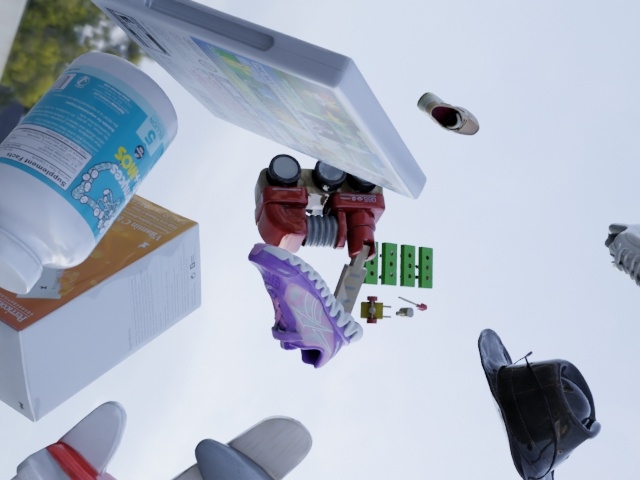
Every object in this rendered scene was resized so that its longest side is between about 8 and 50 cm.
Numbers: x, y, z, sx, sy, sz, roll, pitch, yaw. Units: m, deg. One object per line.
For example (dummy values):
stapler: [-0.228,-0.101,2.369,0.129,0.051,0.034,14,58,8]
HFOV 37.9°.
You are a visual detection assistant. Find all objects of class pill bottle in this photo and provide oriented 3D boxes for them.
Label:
pill bottle: [-0.281,-0.071,1.024,0.264,0.146,0.146,-59,-165,-28]

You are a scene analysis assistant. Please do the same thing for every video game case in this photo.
video game case: [-0.054,-0.158,0.996,0.036,0.300,0.329,-63,157,-6]

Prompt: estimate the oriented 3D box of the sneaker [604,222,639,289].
sneaker: [0.538,0.046,1.530,0.292,0.118,0.110,-71,174,-69]

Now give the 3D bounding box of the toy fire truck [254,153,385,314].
toy fire truck: [0.000,0.000,1.589,0.158,0.217,0.246,119,-31,-59]

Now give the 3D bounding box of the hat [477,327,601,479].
hat: [0.370,0.273,1.494,0.134,0.331,0.331,-23,-137,16]

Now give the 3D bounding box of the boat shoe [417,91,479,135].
boat shoe: [0.222,-0.205,1.580,0.050,0.135,0.045,-57,-144,22]

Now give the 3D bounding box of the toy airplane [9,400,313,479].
toy airplane: [-0.205,0.379,1.056,0.272,0.384,0.386,-126,-138,-72]

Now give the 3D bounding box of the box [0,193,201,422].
box: [-0.371,0.074,1.393,0.215,0.345,0.168,24,-51,27]

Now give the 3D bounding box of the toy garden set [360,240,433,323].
toy garden set: [0.184,0.110,2.348,0.049,0.244,0.204,-6,-100,48]

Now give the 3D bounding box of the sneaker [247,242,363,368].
sneaker: [-0.035,0.101,1.340,0.104,0.236,0.095,-49,-145,-15]
